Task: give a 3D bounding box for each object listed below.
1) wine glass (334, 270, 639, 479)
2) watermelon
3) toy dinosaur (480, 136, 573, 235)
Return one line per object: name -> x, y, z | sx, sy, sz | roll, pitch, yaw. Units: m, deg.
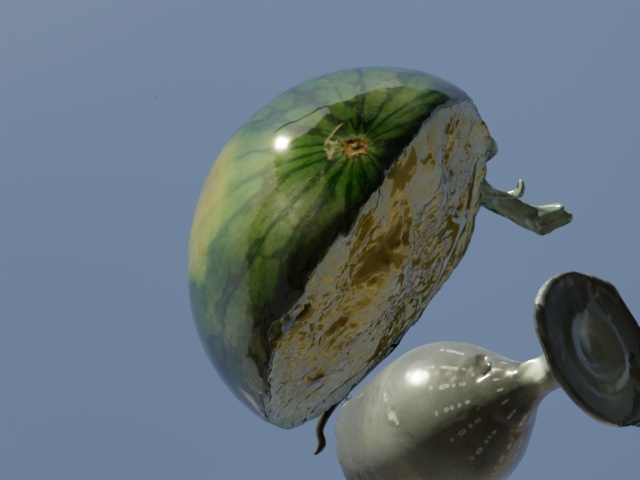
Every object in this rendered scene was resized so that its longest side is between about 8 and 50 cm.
wine glass -> 0.119, 0.122, 0.919 | 0.126, 0.126, 0.241 | 44, -48, -10
watermelon -> 0.000, -0.004, 0.682 | 0.127, 0.232, 0.204 | 32, -99, 18
toy dinosaur -> 0.066, -0.042, 0.810 | 0.187, 0.106, 0.044 | -2, -122, 27
